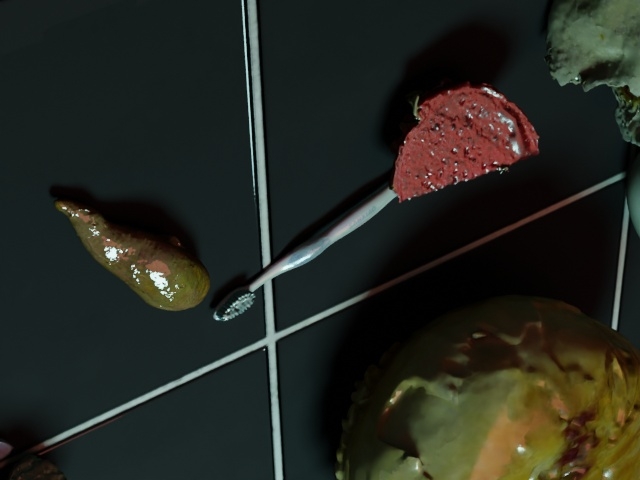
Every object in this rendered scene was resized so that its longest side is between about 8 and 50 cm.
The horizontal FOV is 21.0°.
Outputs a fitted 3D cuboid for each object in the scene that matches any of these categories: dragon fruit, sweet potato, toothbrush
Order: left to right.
[{"bbox_3d":[-0.163,0.018,1.597,0.068,0.068,0.226,-51,138,4],"label":"sweet potato"},{"bbox_3d":[0.000,0.000,1.752,0.269,0.027,0.021,-37,125,-14],"label":"toothbrush"},{"bbox_3d":[0.129,-0.116,1.738,0.162,0.083,0.106,-18,114,-6],"label":"dragon fruit"}]

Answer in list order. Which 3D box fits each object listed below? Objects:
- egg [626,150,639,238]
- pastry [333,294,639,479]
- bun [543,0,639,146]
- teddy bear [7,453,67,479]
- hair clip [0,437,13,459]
[{"bbox_3d":[0.431,-0.045,1.992,0.151,0.151,0.209,-41,147,-8],"label":"egg"},{"bbox_3d":[0.187,0.231,1.920,0.410,0.245,0.409,-22,130,-29],"label":"pastry"},{"bbox_3d":[0.393,-0.216,1.784,0.281,0.205,0.281,-23,132,-28],"label":"bun"},{"bbox_3d":[-0.250,0.312,1.632,0.111,0.213,0.133,11,119,-22],"label":"teddy bear"},{"bbox_3d":[-0.365,0.217,1.595,0.146,0.056,0.187,-41,130,-6],"label":"hair clip"}]
